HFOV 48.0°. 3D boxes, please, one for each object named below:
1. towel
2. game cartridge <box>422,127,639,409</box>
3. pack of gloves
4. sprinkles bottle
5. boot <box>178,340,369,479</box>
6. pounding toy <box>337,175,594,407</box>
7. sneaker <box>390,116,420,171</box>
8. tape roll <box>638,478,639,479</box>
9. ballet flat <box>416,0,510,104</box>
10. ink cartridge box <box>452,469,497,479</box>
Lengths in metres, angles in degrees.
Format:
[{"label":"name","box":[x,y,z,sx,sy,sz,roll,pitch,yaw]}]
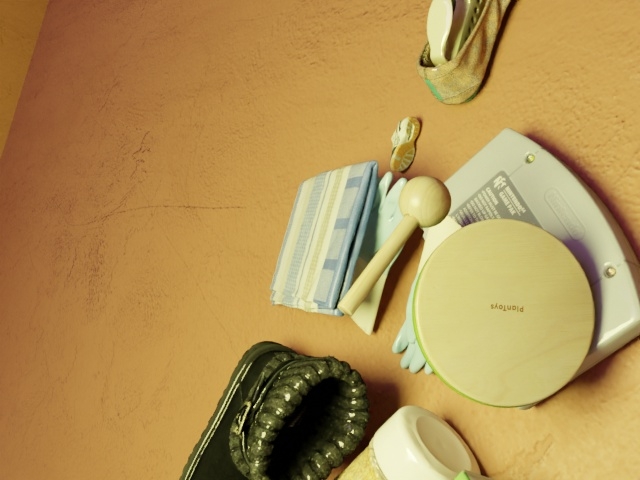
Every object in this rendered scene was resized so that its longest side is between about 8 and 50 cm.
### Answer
[{"label":"towel","box":[0.000,0.000,1.015,0.285,0.034,0.209,176,110,-71]},{"label":"game cartridge","box":[0.237,0.017,0.819,0.196,0.060,0.294,-46,46,28]},{"label":"pack of gloves","box":[0.115,0.041,0.910,0.195,0.046,0.232,44,133,39]},{"label":"sprinkles bottle","box":[0.028,0.351,0.847,0.355,0.121,0.121,-50,45,20]},{"label":"boot","box":[-0.075,0.297,0.914,0.260,0.131,0.347,5,76,68]},{"label":"pounding toy","box":[0.149,0.061,0.742,0.183,0.237,0.110,-58,3,-11]},{"label":"sneaker","box":[0.116,-0.136,1.031,0.037,0.032,0.083,5,72,62]},{"label":"tape roll","box":[0.306,0.280,0.467,0.090,0.275,0.275,-57,43,12]},{"label":"ballet flat","box":[0.204,-0.341,0.960,0.108,0.106,0.315,8,80,48]},{"label":"ink cartridge box","box":[0.131,0.402,0.700,0.278,0.117,0.201,-54,33,17]}]
